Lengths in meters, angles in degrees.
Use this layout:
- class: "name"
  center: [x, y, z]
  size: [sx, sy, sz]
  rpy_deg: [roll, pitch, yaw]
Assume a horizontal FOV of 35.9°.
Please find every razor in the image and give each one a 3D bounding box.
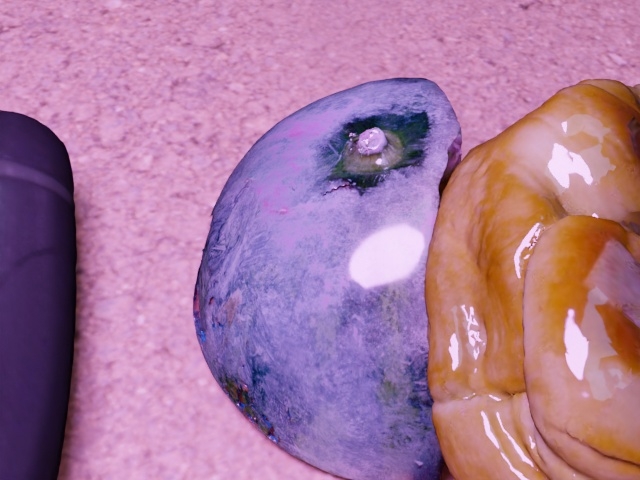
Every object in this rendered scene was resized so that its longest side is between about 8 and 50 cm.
- class: "razor"
  center: [-0.272, 0.057, 0.671]
  size: [0.205, 0.113, 0.348]
  rpy_deg: [-4, 52, -6]

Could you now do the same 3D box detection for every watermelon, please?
- class: "watermelon"
  center: [0.001, -0.004, 0.705]
  size: [0.188, 0.175, 0.321]
  rpy_deg: [-2, 49, -7]

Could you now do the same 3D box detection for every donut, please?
- class: "donut"
  center: [0.226, 0.058, 0.600]
  size: [0.360, 0.170, 0.360]
  rpy_deg: [16, 58, -29]
